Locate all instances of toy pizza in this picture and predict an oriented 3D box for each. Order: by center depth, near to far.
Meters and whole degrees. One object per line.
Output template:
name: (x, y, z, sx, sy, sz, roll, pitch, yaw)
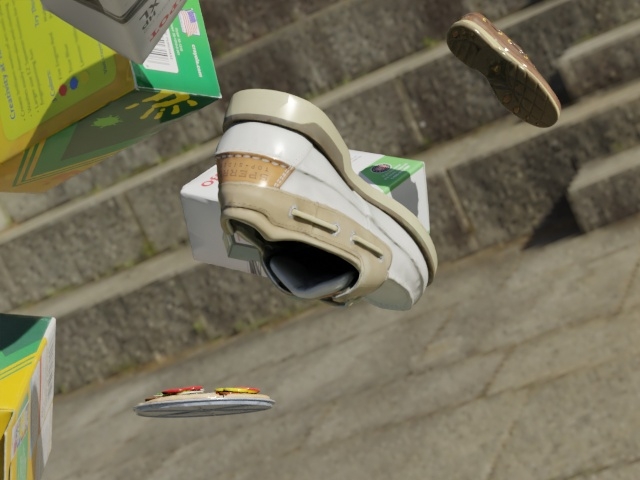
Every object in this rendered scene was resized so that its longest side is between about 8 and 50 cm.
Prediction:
toy pizza: (-0.164, 0.225, 1.851, 0.201, 0.032, 0.201, -3, -12, -1)

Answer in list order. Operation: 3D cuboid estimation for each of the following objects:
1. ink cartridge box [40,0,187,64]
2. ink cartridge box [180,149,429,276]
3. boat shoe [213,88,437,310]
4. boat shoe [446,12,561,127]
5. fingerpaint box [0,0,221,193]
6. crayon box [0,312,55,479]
ink cartridge box: (-0.172, -0.325, 1.206, 0.223, 0.129, 0.307, -57, -5, -10)
ink cartridge box: (-0.021, -0.042, 1.872, 0.289, 0.121, 0.211, 12, 33, 35)
boat shoe: (0.000, 0.000, 1.041, 0.113, 0.302, 0.103, 3, 66, 31)
boat shoe: (0.238, -0.217, 1.641, 0.064, 0.178, 0.060, -42, 6, 48)
fingerpaint box: (-0.353, -0.328, 1.736, 0.371, 0.444, 0.163, -23, -14, 36)
crayon box: (-0.394, 0.244, 1.614, 0.083, 0.203, 0.323, 5, 19, -4)
